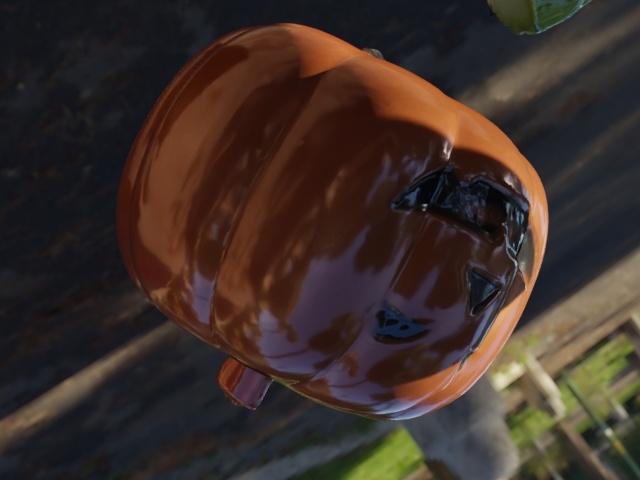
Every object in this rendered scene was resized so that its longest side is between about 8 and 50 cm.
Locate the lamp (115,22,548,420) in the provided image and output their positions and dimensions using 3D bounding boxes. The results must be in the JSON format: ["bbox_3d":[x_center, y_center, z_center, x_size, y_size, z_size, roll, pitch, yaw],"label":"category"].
[{"bbox_3d":[0.000,0.000,0.633,0.164,0.187,0.187,-62,162,0],"label":"lamp"}]

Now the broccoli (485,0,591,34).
[{"bbox_3d":[0.248,-0.293,1.105,0.272,0.334,0.324,-17,122,-26],"label":"broccoli"}]
